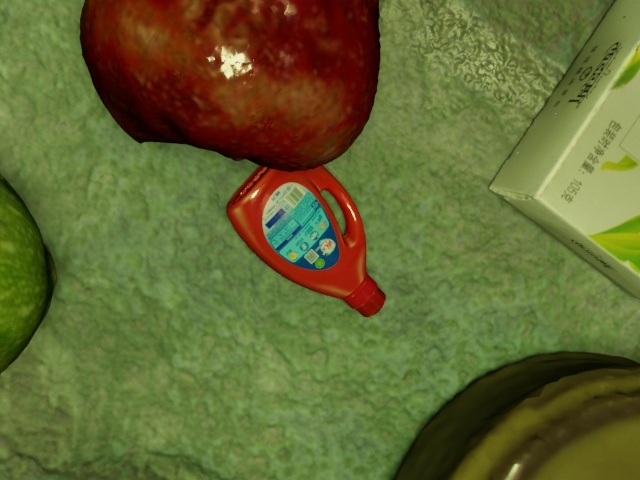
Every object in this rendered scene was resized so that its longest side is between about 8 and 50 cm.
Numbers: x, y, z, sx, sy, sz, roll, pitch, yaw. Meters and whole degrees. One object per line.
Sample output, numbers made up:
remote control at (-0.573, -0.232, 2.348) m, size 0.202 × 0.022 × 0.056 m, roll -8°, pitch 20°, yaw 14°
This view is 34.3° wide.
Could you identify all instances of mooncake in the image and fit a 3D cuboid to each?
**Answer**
mooncake at (0.248, 0.300, 0.916) m, size 0.394 × 0.246 × 0.393 m, roll -25°, pitch 96°, yaw -13°

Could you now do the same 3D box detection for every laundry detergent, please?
laundry detergent at (0.000, 0.000, 0.914) m, size 0.165 × 0.049 × 0.097 m, roll 45°, pitch 81°, yaw -17°

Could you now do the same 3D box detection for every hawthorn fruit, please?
hawthorn fruit at (-0.058, -0.187, 0.805) m, size 0.230 × 0.210 × 0.266 m, roll 14°, pitch 79°, yaw -2°

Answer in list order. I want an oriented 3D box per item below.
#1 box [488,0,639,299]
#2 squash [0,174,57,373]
box at (0.313, -0.094, 0.948) m, size 0.194 × 0.111 × 0.260 m, roll 34°, pitch 86°, yaw -16°
squash at (-0.352, 0.038, 0.720) m, size 0.309 × 0.310 × 0.310 m, roll 22°, pitch 91°, yaw -24°
